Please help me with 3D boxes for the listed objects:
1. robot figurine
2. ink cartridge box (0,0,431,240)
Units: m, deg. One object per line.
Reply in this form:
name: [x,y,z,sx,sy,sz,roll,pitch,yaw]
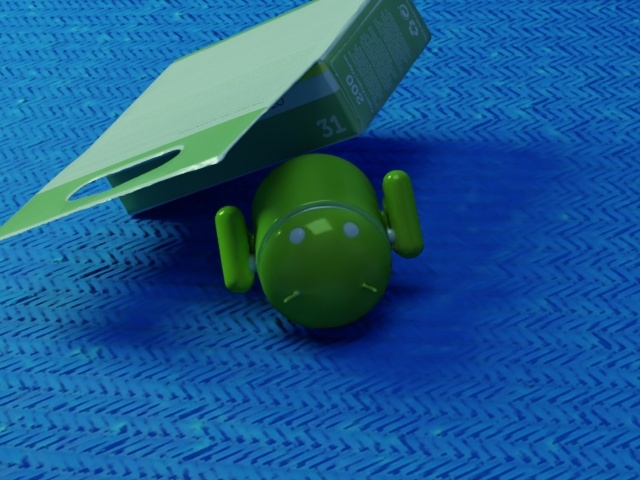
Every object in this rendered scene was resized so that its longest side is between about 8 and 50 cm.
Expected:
robot figurine: [0.000,0.000,0.870,0.101,0.067,0.115,-10,29,0]
ink cartridge box: [-0.056,-0.056,0.940,0.171,0.056,0.235,-18,23,33]
